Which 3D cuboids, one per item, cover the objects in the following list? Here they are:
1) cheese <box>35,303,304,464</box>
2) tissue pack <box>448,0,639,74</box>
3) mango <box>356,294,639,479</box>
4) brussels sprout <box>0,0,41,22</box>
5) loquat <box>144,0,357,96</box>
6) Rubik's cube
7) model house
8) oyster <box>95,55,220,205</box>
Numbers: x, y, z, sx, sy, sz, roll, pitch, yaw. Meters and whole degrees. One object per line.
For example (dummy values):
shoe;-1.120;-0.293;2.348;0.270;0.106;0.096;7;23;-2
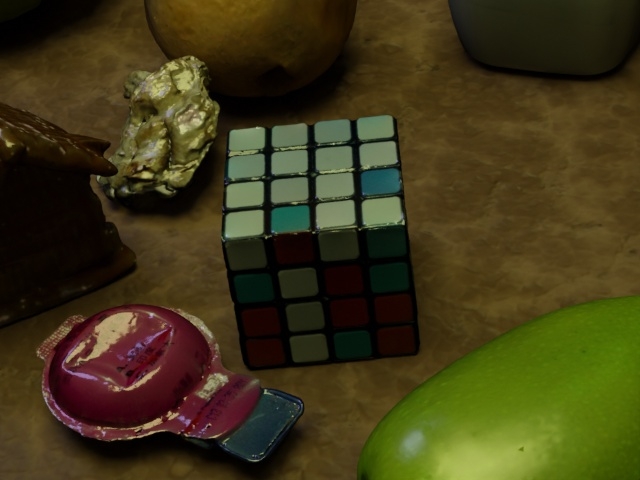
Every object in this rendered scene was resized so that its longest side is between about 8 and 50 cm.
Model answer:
cheese;-0.130;0.119;1.187;0.244;0.062;0.155;19;49;26
tissue pack;0.264;-0.356;1.524;0.230;0.236;0.333;10;45;18
mango;0.185;0.141;1.040;0.343;0.156;0.192;-28;48;-24
brussels sprout;-0.403;-0.385;1.665;0.344;0.268;0.344;4;22;-2
loquat;-0.075;-0.259;1.504;0.238;0.193;0.238;-4;74;15
Rubik's cube;0.000;0.000;1.234;0.155;0.151;0.154;-7;40;3
model house;-0.310;-0.050;1.287;0.220;0.229;0.199;-30;52;-24
oyster;-0.174;-0.119;1.431;0.163;0.081;0.191;-46;32;-4
